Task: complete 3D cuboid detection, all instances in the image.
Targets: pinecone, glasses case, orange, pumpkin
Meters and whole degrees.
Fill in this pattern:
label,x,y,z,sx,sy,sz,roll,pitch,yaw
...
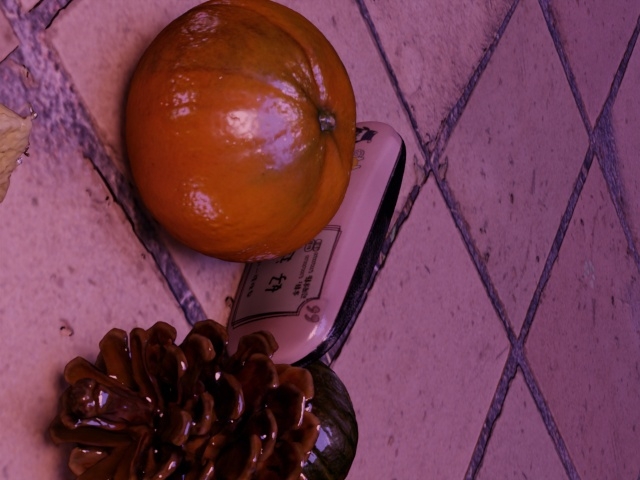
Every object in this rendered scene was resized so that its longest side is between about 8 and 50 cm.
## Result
label,x,y,z,sx,sy,sz,roll,pitch,yaw
pinecone,-0.110,0.149,0.987,0.212,0.168,0.185,3,38,-44
glasses case,0.000,0.000,1.234,0.075,0.122,0.314,50,44,-31
orange,-0.061,-0.099,1.111,0.240,0.171,0.240,21,65,-55
pumpkin,-0.021,0.180,1.188,0.119,0.108,0.183,53,41,-30

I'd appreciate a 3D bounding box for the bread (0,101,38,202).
label,x,y,z,sx,sy,sz,roll,pitch,yaw
bread,-0.286,-0.048,0.850,0.147,0.127,0.152,-22,136,-59
